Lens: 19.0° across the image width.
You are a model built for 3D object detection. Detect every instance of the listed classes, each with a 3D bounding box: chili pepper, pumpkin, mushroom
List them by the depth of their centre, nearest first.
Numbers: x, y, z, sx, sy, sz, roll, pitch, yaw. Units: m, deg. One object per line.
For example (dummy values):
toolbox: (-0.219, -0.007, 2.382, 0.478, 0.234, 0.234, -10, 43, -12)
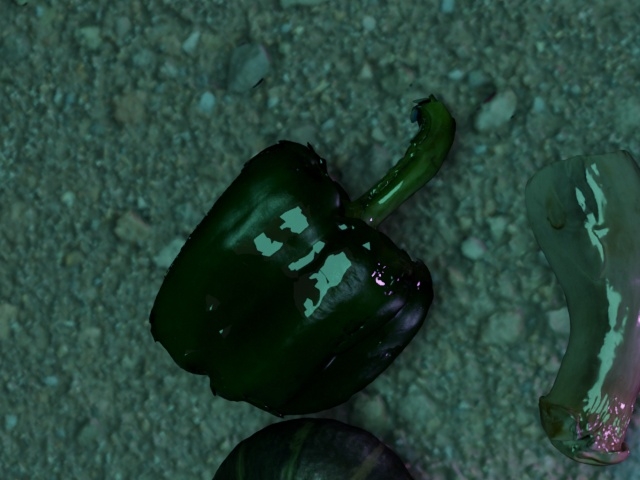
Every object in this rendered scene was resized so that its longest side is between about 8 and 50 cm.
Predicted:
mushroom: (0.197, 0.048, 1.360, 0.092, 0.081, 0.223, -3, 91, -2)
chili pepper: (0.000, 0.000, 1.376, 0.261, 0.165, 0.174, -49, 66, 9)
pumpkin: (-0.002, 0.208, 1.392, 0.167, 0.125, 0.167, 6, 100, 34)
